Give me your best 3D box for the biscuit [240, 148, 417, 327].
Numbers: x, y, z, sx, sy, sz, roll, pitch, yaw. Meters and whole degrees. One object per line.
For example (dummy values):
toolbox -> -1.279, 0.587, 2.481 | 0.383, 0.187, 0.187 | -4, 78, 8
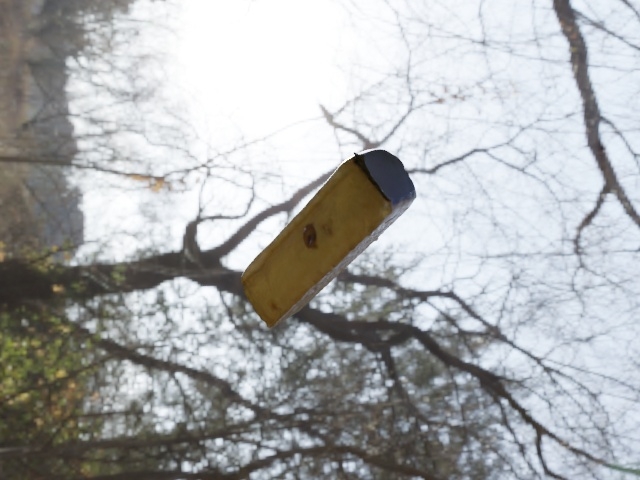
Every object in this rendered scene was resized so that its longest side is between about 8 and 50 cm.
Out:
biscuit -> 0.000, 0.000, 0.669 | 0.056, 0.052, 0.188 | 51, -48, 8
